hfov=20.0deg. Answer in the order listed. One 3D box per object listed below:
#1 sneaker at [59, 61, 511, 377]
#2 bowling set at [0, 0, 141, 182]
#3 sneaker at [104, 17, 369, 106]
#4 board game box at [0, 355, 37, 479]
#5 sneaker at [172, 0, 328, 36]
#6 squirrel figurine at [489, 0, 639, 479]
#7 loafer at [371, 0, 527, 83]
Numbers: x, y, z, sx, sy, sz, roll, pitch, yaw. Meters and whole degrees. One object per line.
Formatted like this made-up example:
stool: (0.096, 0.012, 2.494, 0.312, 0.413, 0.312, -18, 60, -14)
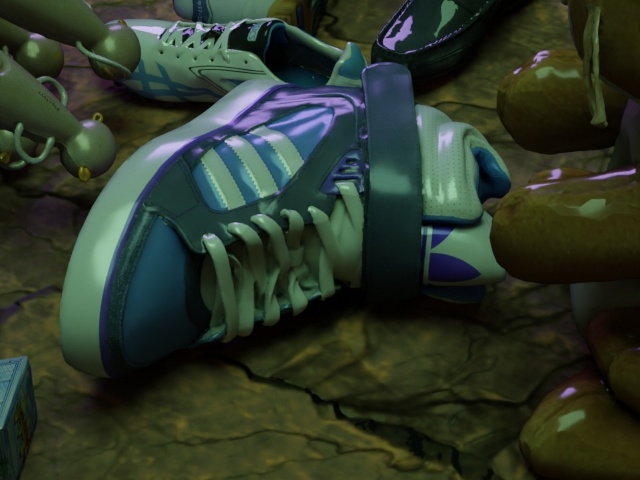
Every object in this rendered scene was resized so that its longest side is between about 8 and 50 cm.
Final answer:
sneaker: (0.000, 0.000, 1.217, 0.236, 0.130, 0.323, 15, 37, 22)
bowling set: (-0.241, -0.140, 1.396, 0.154, 0.200, 0.287, 34, 45, -23)
sneaker: (-0.070, -0.145, 1.422, 0.237, 0.086, 0.085, 13, 44, 17)
board game box: (-0.249, 0.150, 1.098, 0.194, 0.060, 0.194, -19, 44, -20)
sneaker: (-0.038, -0.283, 1.561, 0.131, 0.111, 0.296, 11, 41, 12)
squirrel figurine: (0.301, -0.055, 1.100, 0.397, 0.370, 0.281, 8, 41, 9)
loafer: (0.114, -0.203, 1.493, 0.076, 0.078, 0.223, 25, 47, 27)
